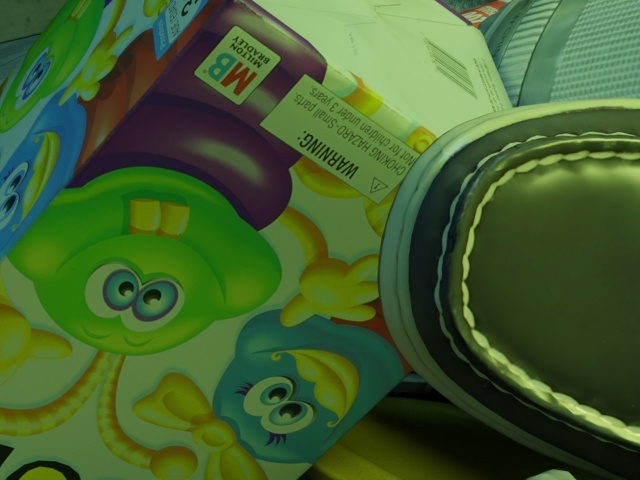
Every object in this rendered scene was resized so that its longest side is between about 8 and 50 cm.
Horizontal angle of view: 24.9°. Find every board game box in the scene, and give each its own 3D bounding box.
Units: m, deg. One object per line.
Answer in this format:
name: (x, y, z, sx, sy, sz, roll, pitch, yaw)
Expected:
board game box: (-0.069, 0.014, 0.542, 0.275, 0.142, 0.144, -46, 28, 23)

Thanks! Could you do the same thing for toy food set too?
toy food set: (0.040, 0.111, 0.577, 0.128, 0.071, 0.218, 3, 9, -28)

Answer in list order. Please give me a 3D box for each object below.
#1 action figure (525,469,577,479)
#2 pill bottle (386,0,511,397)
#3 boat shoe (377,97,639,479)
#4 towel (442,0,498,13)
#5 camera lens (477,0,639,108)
action figure: (-0.008, 0.171, 0.349, 0.330, 0.179, 0.341, -15, -10, -23)
pill bottle: (0.000, 0.000, 0.752, 0.322, 0.182, 0.181, -19, 17, -9)
boat shoe: (0.157, 0.028, 0.335, 0.285, 0.103, 0.092, 17, -6, -10)
towel: (0.031, -0.084, 0.896, 0.209, 0.285, 0.034, -19, -17, -7)
camera lens: (0.189, -0.023, 0.540, 0.219, 0.219, 0.274, -25, 11, -27)
